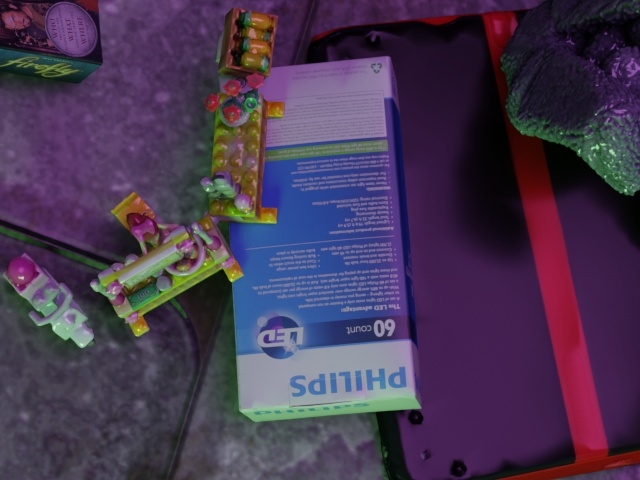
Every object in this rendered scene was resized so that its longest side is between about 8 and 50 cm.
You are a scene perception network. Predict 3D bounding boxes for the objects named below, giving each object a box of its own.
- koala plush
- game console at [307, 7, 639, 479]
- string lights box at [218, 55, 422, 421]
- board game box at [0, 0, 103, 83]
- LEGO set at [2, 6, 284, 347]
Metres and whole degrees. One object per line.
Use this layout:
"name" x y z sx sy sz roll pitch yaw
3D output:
"koala plush" 0.271 -0.104 1.532 0.221 0.203 0.196 32 81 -27
"game console" 0.182 -0.003 1.591 0.342 0.060 0.386 -8 80 -15
"string lights box" 0.000 0.000 1.485 0.133 0.077 0.260 -5 78 6
"board game box" -0.251 -0.245 1.459 0.165 0.042 0.243 6 68 -35
"LEGO set" -0.101 -0.041 1.413 0.132 0.107 0.287 38 87 14
